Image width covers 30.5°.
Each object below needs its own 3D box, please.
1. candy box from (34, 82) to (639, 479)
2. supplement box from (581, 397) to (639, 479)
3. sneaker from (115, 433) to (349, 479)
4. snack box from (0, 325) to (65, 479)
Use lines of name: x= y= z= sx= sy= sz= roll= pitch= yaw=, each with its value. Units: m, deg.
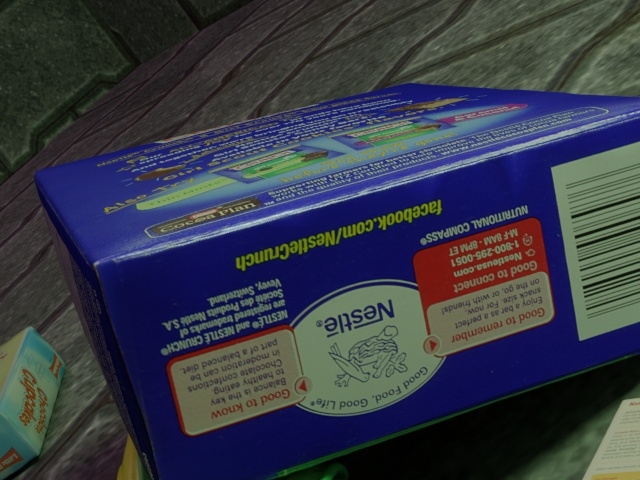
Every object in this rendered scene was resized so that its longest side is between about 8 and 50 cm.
candy box: x=0.000 y=0.000 z=0.634 sx=0.268 sy=0.122 sz=0.317 roll=-16 pitch=15 yaw=-14
supplement box: x=0.125 y=0.100 z=0.421 sx=0.062 sy=0.036 sz=0.098 roll=-16 pitch=27 yaw=49
sneaker: x=-0.033 y=0.148 z=0.537 sx=0.123 sy=0.109 sz=0.295 roll=-8 pitch=13 yaw=-4
snack box: x=-0.381 y=0.217 z=1.051 sx=0.322 sy=0.060 sz=0.187 roll=-35 pitch=18 yaw=6
